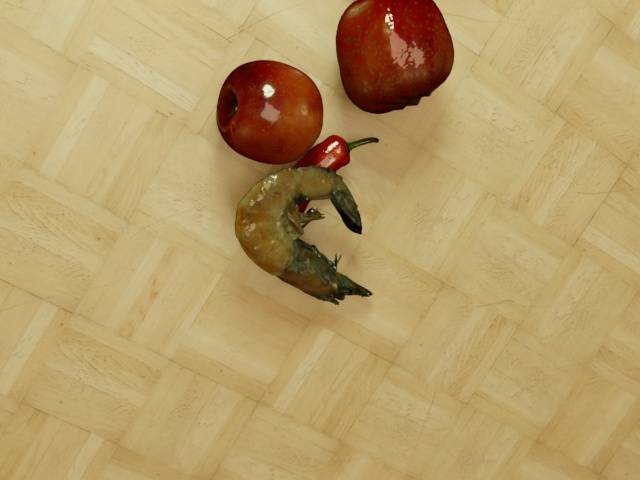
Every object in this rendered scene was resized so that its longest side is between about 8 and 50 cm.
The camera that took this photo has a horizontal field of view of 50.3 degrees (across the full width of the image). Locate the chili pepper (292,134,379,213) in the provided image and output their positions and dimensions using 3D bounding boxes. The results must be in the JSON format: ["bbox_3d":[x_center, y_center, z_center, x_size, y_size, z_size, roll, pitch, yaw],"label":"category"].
[{"bbox_3d":[-0.024,-0.120,1.573,0.137,0.092,0.368,30,104,-35],"label":"chili pepper"}]

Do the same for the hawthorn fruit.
[{"bbox_3d":[0.146,-0.432,1.454,0.254,0.254,0.300,-16,88,-7],"label":"hawthorn fruit"}]

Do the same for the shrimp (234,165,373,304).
[{"bbox_3d":[0.000,0.000,1.560,0.272,0.085,0.445,-47,124,1],"label":"shrimp"}]

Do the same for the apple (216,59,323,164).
[{"bbox_3d":[-0.108,-0.271,1.442,0.201,0.218,0.218,9,103,-39],"label":"apple"}]
